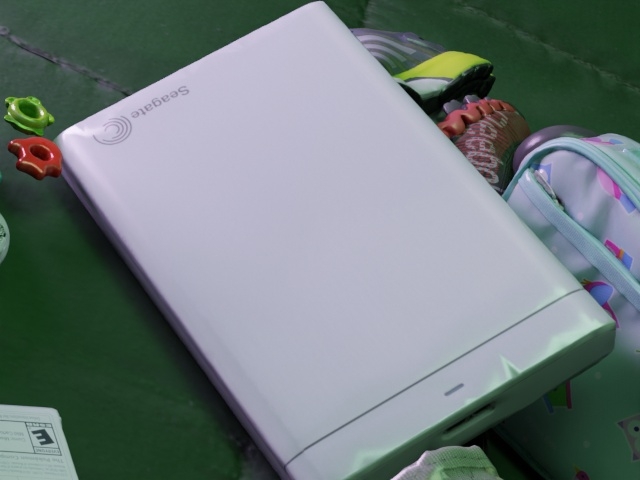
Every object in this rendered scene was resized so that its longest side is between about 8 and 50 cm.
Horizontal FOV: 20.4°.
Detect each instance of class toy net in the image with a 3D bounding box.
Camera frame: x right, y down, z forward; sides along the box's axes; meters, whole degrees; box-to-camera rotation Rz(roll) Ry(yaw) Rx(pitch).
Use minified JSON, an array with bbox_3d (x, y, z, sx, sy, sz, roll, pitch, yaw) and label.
[{"bbox_3d":[-0.234,-0.030,1.182,0.122,0.045,0.232,17,34,-23],"label":"toy net"}]

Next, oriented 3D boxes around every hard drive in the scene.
[{"bbox_3d":[0.000,0.000,1.210,0.233,0.047,0.353,-29,56,-15],"label":"hard drive"}]

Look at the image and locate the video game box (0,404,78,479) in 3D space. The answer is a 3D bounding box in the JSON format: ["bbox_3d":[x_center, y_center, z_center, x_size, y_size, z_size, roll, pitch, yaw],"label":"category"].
[{"bbox_3d":[-0.212,0.158,0.909,0.205,0.048,0.187,8,34,-31],"label":"video game box"}]

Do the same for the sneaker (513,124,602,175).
[{"bbox_3d":[0.240,0.042,1.339,0.270,0.090,0.145,50,26,-25],"label":"sneaker"}]

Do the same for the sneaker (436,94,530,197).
[{"bbox_3d":[0.113,-0.033,1.419,0.135,0.097,0.276,37,33,14],"label":"sneaker"}]

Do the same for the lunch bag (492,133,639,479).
[{"bbox_3d":[0.214,0.065,1.230,0.108,0.224,0.279,-12,50,-49],"label":"lunch bag"}]

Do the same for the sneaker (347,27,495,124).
[{"bbox_3d":[0.028,-0.117,1.489,0.121,0.111,0.300,30,23,23],"label":"sneaker"}]

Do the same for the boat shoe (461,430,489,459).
[{"bbox_3d":[0.076,0.160,1.143,0.056,0.049,0.152,27,30,-4],"label":"boat shoe"}]

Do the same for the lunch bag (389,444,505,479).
[{"bbox_3d":[0.069,0.260,0.753,0.169,0.287,0.235,0,40,-39],"label":"lunch bag"}]
